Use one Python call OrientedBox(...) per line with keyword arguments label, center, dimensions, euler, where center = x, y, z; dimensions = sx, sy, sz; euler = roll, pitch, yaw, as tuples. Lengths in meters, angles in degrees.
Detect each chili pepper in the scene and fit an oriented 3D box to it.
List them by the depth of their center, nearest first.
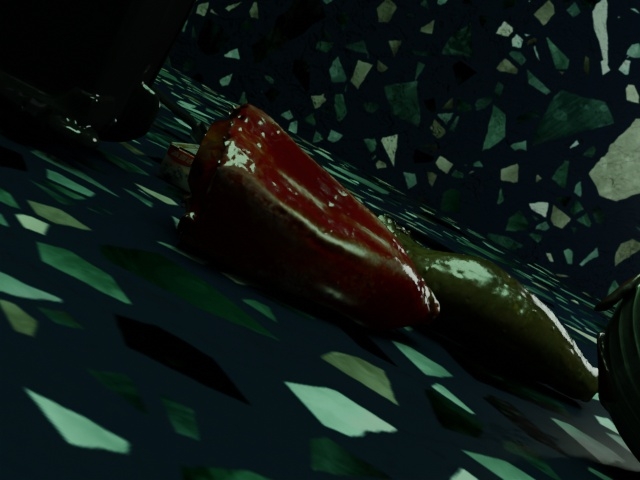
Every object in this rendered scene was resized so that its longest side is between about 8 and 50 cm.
OrientedBox(label="chili pepper", center=(0.000, 0.000, 0.842), dimensions=(0.252, 0.136, 0.144), euler=(34, -20, -10))

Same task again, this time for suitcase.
OrientedBox(label="suitcase", center=(-0.262, -0.288, 0.929), dimensions=(0.339, 0.345, 0.188), euler=(28, 13, 3))

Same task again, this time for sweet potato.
OrientedBox(label="sweet potato", center=(0.158, 0.065, 0.991), dimensions=(0.285, 0.085, 0.112), euler=(28, 4, -1))

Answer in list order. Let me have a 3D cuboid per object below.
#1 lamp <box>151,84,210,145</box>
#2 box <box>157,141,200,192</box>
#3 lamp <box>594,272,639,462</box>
OrientedBox(label="lamp", center=(-0.261, -0.193, 1.413), dimensions=(0.371, 0.108, 0.130), euler=(46, 2, 19))
OrientedBox(label="box", center=(-0.119, -0.079, 1.150), dimensions=(0.055, 0.040, 0.218), euler=(28, 8, 9))
OrientedBox(label="lamp", center=(0.347, 0.119, 0.819), dimensions=(0.265, 0.233, 0.233), euler=(13, 13, -19))
